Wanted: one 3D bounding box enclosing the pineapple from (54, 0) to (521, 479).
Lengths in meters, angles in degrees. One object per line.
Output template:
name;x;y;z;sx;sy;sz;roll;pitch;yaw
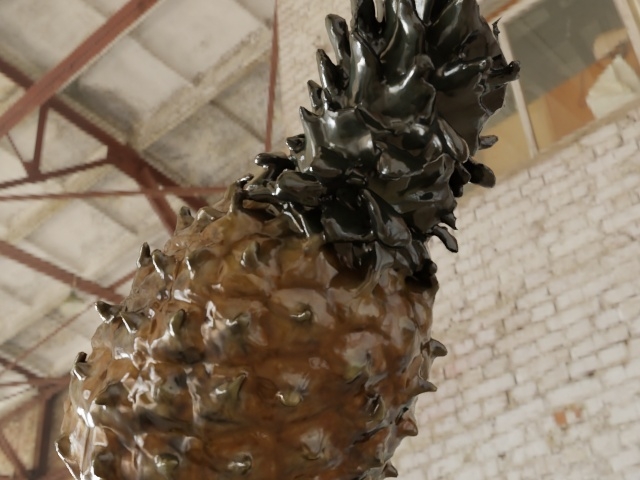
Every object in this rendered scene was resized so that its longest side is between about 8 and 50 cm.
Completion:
pineapple;0.000;0.000;0.418;0.158;0.158;0.279;20;-76;-31
